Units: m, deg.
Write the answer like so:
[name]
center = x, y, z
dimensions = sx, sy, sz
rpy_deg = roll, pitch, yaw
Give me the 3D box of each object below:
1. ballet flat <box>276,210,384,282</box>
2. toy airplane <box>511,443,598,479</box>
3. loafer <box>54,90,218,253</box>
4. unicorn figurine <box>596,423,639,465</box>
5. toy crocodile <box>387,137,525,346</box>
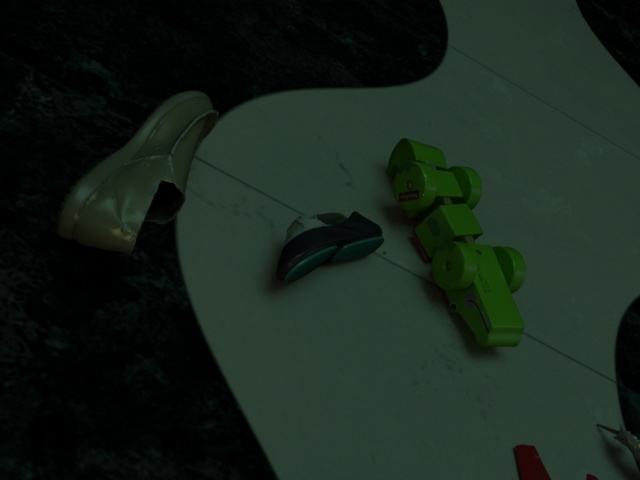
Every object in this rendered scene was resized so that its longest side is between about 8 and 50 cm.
[ballet flat]
center = 0.000, 0.000, 1.070
dimensions = 0.074, 0.074, 0.203
rpy_deg = 51, 35, 17
[toy airplane]
center = 0.278, 0.302, 1.007
dimensions = 0.151, 0.028, 0.151
rpy_deg = 20, 44, -20
[loafer]
center = -0.186, -0.071, 0.986
dimensions = 0.092, 0.102, 0.268
rpy_deg = 37, 48, -2
[unicorn figurine]
center = 0.423, 0.297, 1.094
dimensions = 0.111, 0.060, 0.162
rpy_deg = 21, 41, -19
[toy crocodile]
center = 0.176, -0.004, 1.192
dimensions = 0.115, 0.105, 0.341
rpy_deg = 0, 56, -37
